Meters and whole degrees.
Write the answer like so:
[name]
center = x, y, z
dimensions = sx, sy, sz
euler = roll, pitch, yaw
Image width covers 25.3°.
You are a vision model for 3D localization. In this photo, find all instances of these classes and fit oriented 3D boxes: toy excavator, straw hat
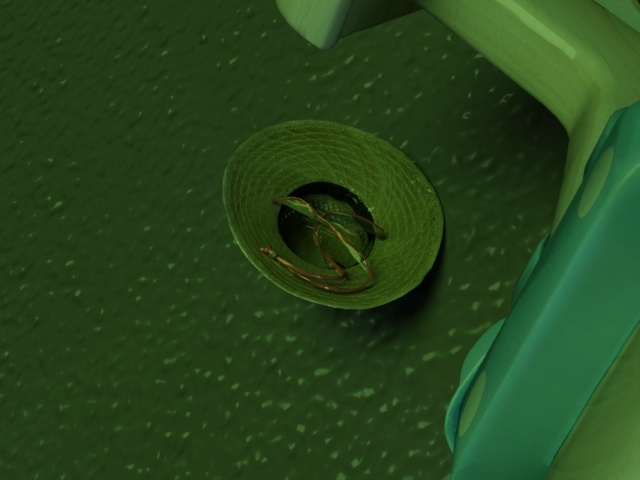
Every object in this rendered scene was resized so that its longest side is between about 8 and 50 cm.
[toy excavator]
center = 0.157, 0.006, 0.591
dimensions = 0.445, 0.433, 0.222
euler = -70, 3, -58
[straw hat]
center = 0.000, 0.000, 0.856
dimensions = 0.061, 0.144, 0.144
euler = 111, 154, -48

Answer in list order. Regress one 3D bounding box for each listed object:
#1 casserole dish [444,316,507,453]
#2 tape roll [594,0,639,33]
[casserole dish]
center = 0.142, 0.105, 0.704
dimensions = 0.114, 0.037, 0.188
euler = -49, 45, 3
[tape roll]
center = 0.230, -0.139, 0.760
dimensions = 0.219, 0.072, 0.219
euler = -20, 53, 29
